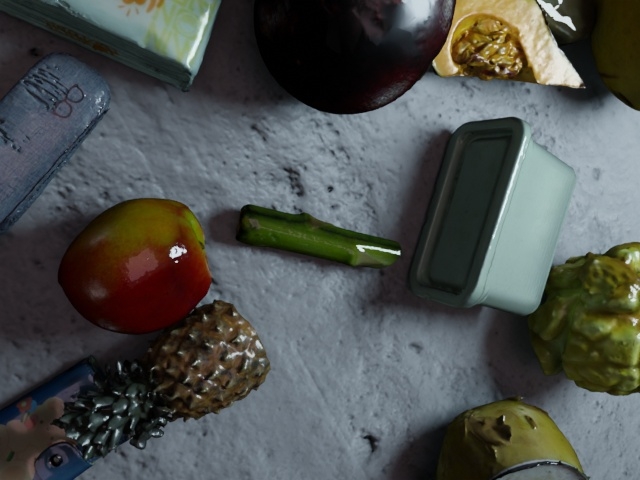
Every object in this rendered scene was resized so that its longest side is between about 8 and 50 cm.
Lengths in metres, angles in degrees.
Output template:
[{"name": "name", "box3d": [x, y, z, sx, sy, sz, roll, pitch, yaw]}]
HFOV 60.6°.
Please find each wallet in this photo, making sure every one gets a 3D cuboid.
[{"name": "wallet", "box3d": [-0.380, 0.274, 0.769, 0.202, 0.059, 0.141, -31, 96, -16]}]

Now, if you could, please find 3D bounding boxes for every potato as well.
[{"name": "potato", "box3d": [0.302, 0.407, 0.947, 0.246, 0.196, 0.300, 23, 114, -16]}]

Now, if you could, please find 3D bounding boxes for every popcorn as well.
[{"name": "popcorn", "box3d": [0.512, 0.131, 0.959, 0.281, 0.282, 0.247, -12, 95, -17]}]

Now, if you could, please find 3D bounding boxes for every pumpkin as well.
[{"name": "pumpkin", "box3d": [0.304, -0.347, 0.912, 0.278, 0.111, 0.163, 4, 108, -7]}]

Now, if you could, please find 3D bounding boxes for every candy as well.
[{"name": "candy", "box3d": [0.367, -0.426, 0.951, 0.233, 0.104, 0.102, 24, 91, -18]}]

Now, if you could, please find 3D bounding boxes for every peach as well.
[{"name": "peach", "box3d": [-0.248, 0.037, 0.735, 0.197, 0.197, 0.198, -1, 94, -18]}]

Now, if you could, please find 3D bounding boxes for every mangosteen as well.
[{"name": "mangosteen", "box3d": [0.057, -0.316, 0.761, 0.293, 0.297, 0.297, 32, 83, -27]}]

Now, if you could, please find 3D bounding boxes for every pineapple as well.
[{"name": "pineapple", "box3d": [-0.212, 0.203, 0.751, 0.278, 0.157, 0.158, -31, 102, -27]}]

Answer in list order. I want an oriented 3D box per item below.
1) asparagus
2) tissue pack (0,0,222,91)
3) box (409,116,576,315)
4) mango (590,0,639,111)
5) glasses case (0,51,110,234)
[{"name": "asparagus", "box3d": [-0.001, 0.000, 0.879, 0.277, 0.060, 0.067, 15, 69, -19]}, {"name": "tissue pack", "box3d": [-0.235, -0.438, 0.721, 0.287, 0.162, 0.388, 21, 86, -15]}, {"name": "box", "box3d": [0.299, -0.025, 0.925, 0.182, 0.175, 0.312, 20, 87, -27]}, {"name": "mango", "box3d": [0.578, -0.442, 0.927, 0.220, 0.301, 0.446, -5, 91, 16]}, {"name": "glasses case", "box3d": [-0.398, -0.127, 0.734, 0.109, 0.067, 0.282, 39, 80, -14]}]
